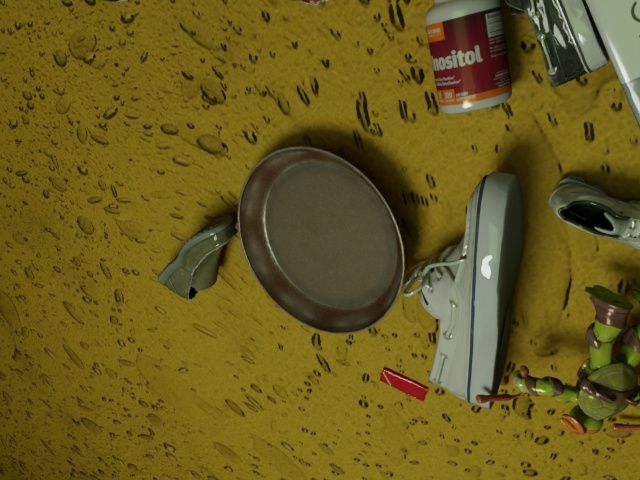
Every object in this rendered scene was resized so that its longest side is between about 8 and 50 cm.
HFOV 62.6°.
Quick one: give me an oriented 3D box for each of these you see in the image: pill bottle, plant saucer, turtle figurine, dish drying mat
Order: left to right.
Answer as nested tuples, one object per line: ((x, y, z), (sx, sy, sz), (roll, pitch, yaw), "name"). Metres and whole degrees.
((0.000, 0.000, 0.832), (0.310, 0.050, 0.310), (16, 120, 29), "plant saucer")
((0.144, 0.251, 0.915), (0.083, 0.008, 0.032), (23, 122, 19), "dish drying mat")
((0.170, -0.232, 0.613), (0.086, 0.086, 0.152), (-4, 111, 31), "pill bottle")
((0.352, 0.169, 0.671), (0.269, 0.087, 0.217), (9, 111, 2), "turtle figurine")

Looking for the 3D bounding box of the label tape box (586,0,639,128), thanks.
((0.277, -0.249, 0.440), (0.115, 0.249, 0.347), (-20, 102, 35), "label tape box")

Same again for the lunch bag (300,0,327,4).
((0.016, -0.423, 0.568), (0.258, 0.120, 0.293), (45, 140, 0), "lunch bag")

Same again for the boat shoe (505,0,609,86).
((0.231, -0.271, 0.564), (0.070, 0.078, 0.219), (-23, 103, 34), "boat shoe")

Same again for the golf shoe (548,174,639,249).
((0.356, -0.017, 0.615), (0.176, 0.086, 0.069), (19, 120, 19), "golf shoe")

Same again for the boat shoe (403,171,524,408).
((0.186, 0.070, 0.738), (0.156, 0.136, 0.367), (13, 129, 27), "boat shoe")

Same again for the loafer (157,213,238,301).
((-0.212, 0.036, 0.968), (0.087, 0.094, 0.251), (47, 136, -5), "loafer")
